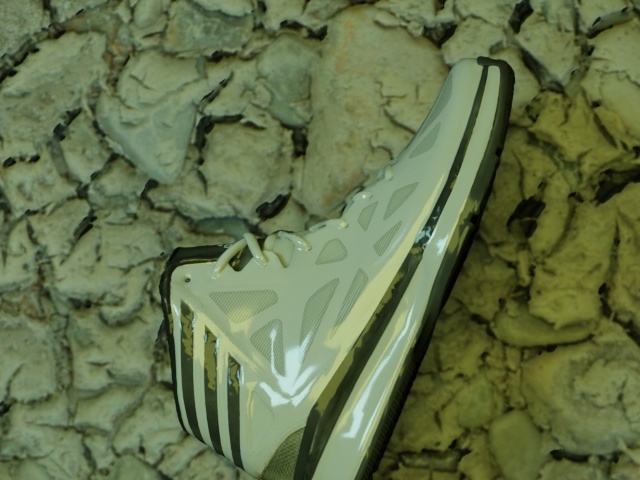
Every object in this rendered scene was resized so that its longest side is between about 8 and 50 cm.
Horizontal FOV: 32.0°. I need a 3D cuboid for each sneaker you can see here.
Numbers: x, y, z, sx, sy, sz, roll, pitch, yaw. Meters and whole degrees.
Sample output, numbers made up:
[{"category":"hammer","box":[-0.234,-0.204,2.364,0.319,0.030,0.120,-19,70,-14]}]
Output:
[{"category":"sneaker","box":[0.000,0.000,1.025,0.258,0.169,0.447,23,82,9]}]
